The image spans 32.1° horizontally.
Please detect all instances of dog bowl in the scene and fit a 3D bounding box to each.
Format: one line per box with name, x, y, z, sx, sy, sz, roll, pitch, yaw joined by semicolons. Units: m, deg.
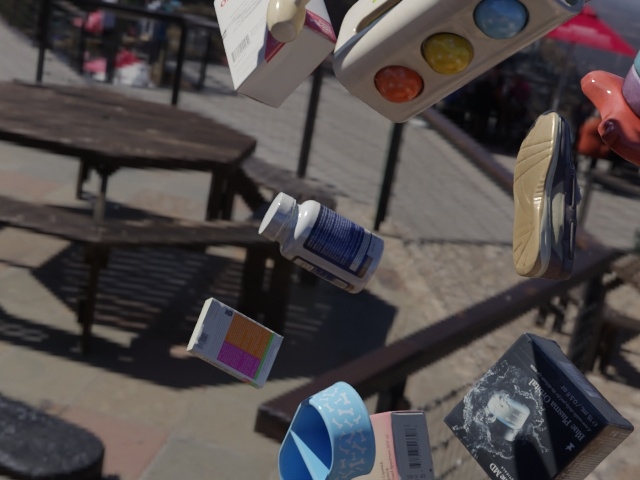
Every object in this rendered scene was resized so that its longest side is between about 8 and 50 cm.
dog bowl;0.003;0.373;1.926;0.074;0.297;0.166;-10;53;-27

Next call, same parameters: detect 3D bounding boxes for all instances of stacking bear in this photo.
stacking bear;0.466;-0.228;1.296;0.164;0.289;0.175;23;34;-18

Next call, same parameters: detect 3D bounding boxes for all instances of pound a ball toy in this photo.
pound a ball toy;0.101;-0.250;1.228;0.208;0.136;0.319;32;-39;-27

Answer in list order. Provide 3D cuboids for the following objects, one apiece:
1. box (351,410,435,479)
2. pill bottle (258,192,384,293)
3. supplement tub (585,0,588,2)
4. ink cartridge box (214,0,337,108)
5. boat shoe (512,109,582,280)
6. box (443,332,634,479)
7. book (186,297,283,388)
box;0.088;0.422;2.166;0.232;0.149;0.126;-18;-17;35
pill bottle;0.000;0.000;1.146;0.120;0.067;0.067;29;13;-11
supplement tub;0.374;-0.494;1.862;0.324;0.235;0.235;-23;2;25
ink cartridge box;-0.074;-0.340;1.729;0.092;0.158;0.218;19;41;-39
boat shoe;0.372;-0.069;1.787;0.092;0.285;0.103;17;-23;-21
box;0.266;0.225;1.363;0.093;0.158;0.156;19;26;-53
book;-0.141;0.171;1.832;0.144;0.096;0.035;33;-30;-24
